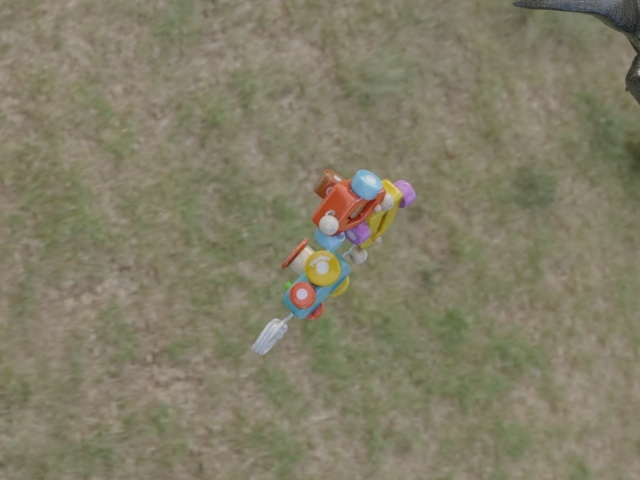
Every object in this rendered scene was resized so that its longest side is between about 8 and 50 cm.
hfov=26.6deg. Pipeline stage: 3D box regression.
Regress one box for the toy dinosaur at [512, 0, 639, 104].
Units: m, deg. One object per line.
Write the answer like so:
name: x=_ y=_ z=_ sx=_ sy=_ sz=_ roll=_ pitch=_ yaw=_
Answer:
toy dinosaur: x=0.289 y=-0.148 z=1.005 sx=0.314 sy=0.121 sz=0.160 roll=5 pitch=54 yaw=-1

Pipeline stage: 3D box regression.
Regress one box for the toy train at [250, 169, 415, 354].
toy train: x=0.000 y=0.000 z=0.923 sx=0.046 sy=0.166 sz=0.125 roll=45 pitch=36 yaw=14
